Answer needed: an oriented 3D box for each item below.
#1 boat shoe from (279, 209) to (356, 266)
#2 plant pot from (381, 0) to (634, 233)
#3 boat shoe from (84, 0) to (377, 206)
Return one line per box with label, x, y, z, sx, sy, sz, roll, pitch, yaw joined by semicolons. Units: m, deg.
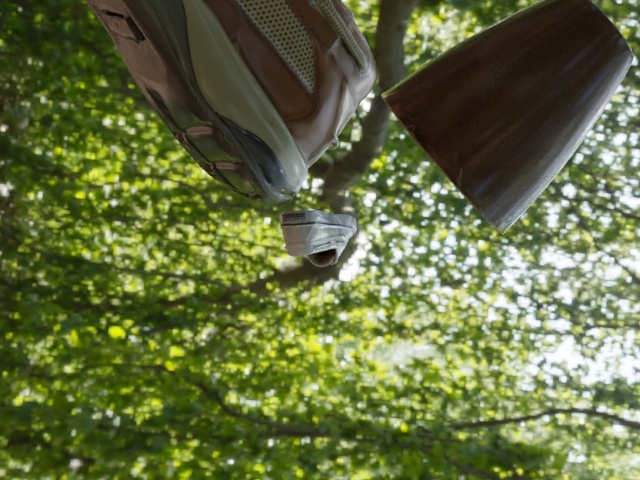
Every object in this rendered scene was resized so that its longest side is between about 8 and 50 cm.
boat shoe;0.000;0.000;0.516;0.100;0.035;0.035;6;81;-74
plant pot;0.226;-0.162;0.887;0.230;0.215;0.215;-41;-154;13
boat shoe;-0.072;-0.163;0.361;0.122;0.120;0.324;34;-18;48
